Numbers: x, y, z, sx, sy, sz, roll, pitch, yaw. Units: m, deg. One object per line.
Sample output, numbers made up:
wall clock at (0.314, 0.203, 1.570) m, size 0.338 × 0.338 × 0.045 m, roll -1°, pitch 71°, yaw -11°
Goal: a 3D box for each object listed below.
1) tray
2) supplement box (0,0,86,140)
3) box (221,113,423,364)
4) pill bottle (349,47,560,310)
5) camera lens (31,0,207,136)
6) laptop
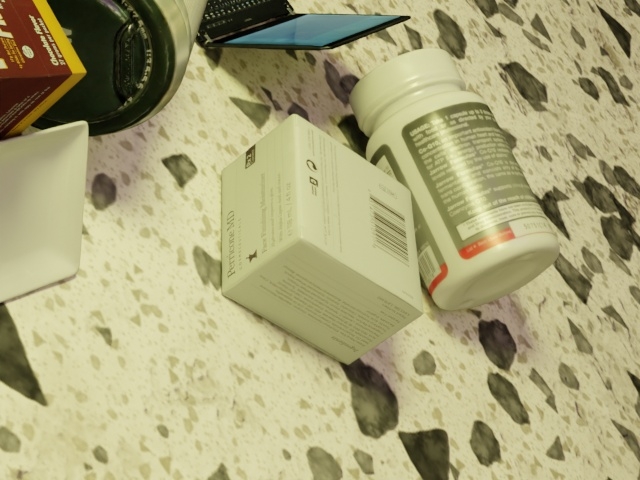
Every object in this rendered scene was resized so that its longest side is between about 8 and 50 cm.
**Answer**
tray at (-0.287, -0.014, 1.441) m, size 0.030 × 0.145 × 0.270 m, roll 15°, pitch 19°, yaw 25°
supplement box at (-0.336, -0.131, 1.390) m, size 0.194 × 0.191 × 0.129 m, roll -14°, pitch 71°, yaw -57°
box at (0.000, 0.000, 1.796) m, size 0.182 × 0.119 × 0.181 m, roll 31°, pitch 37°, yaw -32°
pill bottle at (0.152, -0.075, 2.042) m, size 0.161 × 0.161 × 0.283 m, roll 2°, pitch 58°, yaw -53°
camera lens at (-0.216, -0.248, 1.647) m, size 0.219 × 0.219 × 0.274 m, roll 40°, pitch 33°, yaw -22°
laptop at (-0.062, -0.311, 2.009) m, size 0.264 × 0.136 × 0.234 m, roll 55°, pitch 30°, yaw 2°
